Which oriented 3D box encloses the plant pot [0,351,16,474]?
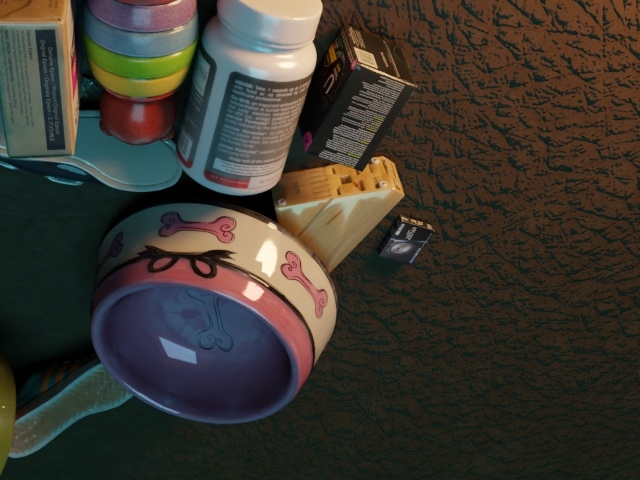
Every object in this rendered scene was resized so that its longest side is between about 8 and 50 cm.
[{"bbox_3d":[-0.690,0.275,1.678,0.352,0.367,0.366,10,128,-34],"label":"plant pot"}]

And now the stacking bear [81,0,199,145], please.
[{"bbox_3d":[-0.242,-0.257,1.419,0.175,0.164,0.289,0,134,-11],"label":"stacking bear"}]

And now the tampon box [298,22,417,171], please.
[{"bbox_3d":[0.047,-0.207,1.533,0.101,0.120,0.161,17,124,-24],"label":"tampon box"}]

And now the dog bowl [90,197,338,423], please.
[{"bbox_3d":[-0.182,0.133,1.676,0.407,0.150,0.408,7,134,7],"label":"dog bowl"}]

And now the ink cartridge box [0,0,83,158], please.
[{"bbox_3d":[-0.355,-0.248,1.344,0.088,0.235,0.193,-2,131,-8],"label":"ink cartridge box"}]

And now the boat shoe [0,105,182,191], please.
[{"bbox_3d":[-0.353,-0.137,1.538,0.302,0.114,0.091,16,168,-24],"label":"boat shoe"}]

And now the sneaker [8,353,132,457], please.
[{"bbox_3d":[-0.440,0.251,1.844,0.302,0.121,0.108,-29,129,-14],"label":"sneaker"}]

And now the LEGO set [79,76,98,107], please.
[{"bbox_3d":[-0.357,-0.220,1.512,0.083,0.023,0.054,12,125,-4],"label":"LEGO set"}]

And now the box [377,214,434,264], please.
[{"bbox_3d":[0.145,0.000,1.793,0.067,0.018,0.083,17,125,-24],"label":"box"}]

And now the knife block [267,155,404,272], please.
[{"bbox_3d":[0.000,0.000,1.720,0.275,0.088,0.242,-10,132,-2],"label":"knife block"}]

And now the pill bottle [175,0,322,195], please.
[{"bbox_3d":[-0.098,-0.218,1.469,0.161,0.161,0.283,7,128,-17],"label":"pill bottle"}]
